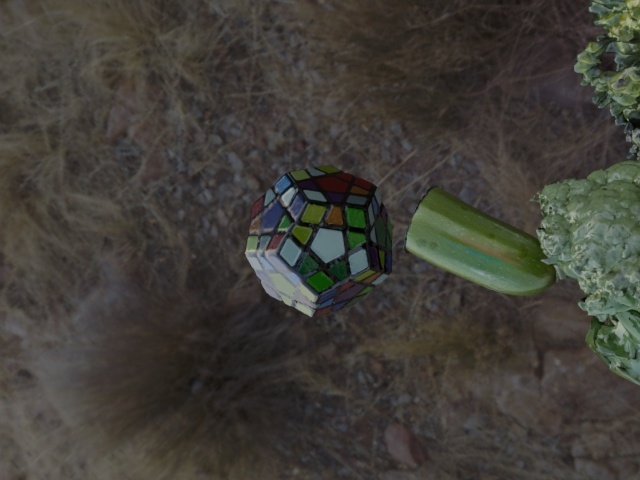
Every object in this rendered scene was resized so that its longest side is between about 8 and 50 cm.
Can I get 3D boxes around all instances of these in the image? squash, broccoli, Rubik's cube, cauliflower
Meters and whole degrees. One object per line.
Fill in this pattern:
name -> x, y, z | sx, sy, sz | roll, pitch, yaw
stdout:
squash -> 0.203, 0.013, 0.975 | 0.188, 0.095, 0.095 | 27, 140, 22
broccoli -> 0.530, -0.255, 1.115 | 0.324, 0.272, 0.334 | 1, 88, 20
Rubik's cube -> 0.000, 0.000, 0.685 | 0.112, 0.133, 0.133 | 23, 158, -35
cauliflower -> 0.339, 0.049, 0.784 | 0.272, 0.275, 0.250 | 8, 122, -2
